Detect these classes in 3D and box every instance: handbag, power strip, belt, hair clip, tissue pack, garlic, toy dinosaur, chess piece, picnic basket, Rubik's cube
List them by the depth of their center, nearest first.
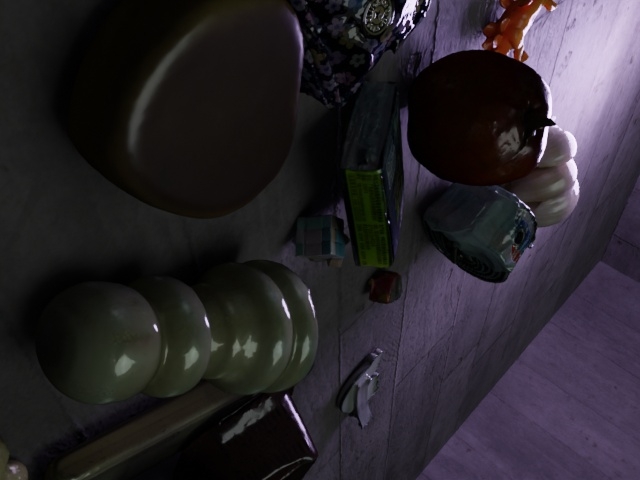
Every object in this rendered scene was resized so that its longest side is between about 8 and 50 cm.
[{"bbox_3d":[0.034,-0.271,0.750,0.208,0.126,0.229,-47,143,-15],"label":"handbag"},{"bbox_3d":[-0.167,0.111,0.815,0.330,0.182,0.183,2,119,-53],"label":"chess piece"},{"bbox_3d":[-0.222,0.268,1.005,0.387,0.066,0.092,-18,147,-48],"label":"power strip"},{"bbox_3d":[0.079,-0.091,1.015,0.236,0.073,0.174,77,21,-55],"label":"tissue pack"},{"bbox_3d":[0.002,-0.002,1.054,0.073,0.084,0.075,16,88,-58],"label":"Rubik's cube"},{"bbox_3d":[-0.116,0.364,1.122,0.222,0.129,0.297,-27,158,-30],"label":"picnic basket"},{"bbox_3d":[0.328,-0.363,1.191,0.117,0.070,0.289,13,106,-50],"label":"toy dinosaur"},{"bbox_3d":[0.322,-0.019,1.413,0.150,0.207,0.257,-53,161,-10],"label":"belt"},{"bbox_3d":[0.494,-0.129,1.599,0.203,0.185,0.281,-28,148,-10],"label":"garlic"},{"bbox_3d":[0.098,0.360,1.648,0.140,0.054,0.220,-34,144,-27],"label":"hair clip"}]

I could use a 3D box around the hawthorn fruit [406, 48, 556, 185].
[{"bbox_3d":[0.247,-0.183,1.058,0.215,0.249,0.216,-9,108,-28],"label":"hawthorn fruit"}]

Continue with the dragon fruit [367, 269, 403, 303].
[{"bbox_3d":[0.128,0.089,1.386,0.083,0.056,0.060,-20,115,-59],"label":"dragon fruit"}]

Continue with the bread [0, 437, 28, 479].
[{"bbox_3d":[-0.410,0.302,0.766,0.181,0.039,0.251,-38,148,-29],"label":"bread"}]

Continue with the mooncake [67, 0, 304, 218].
[{"bbox_3d":[-0.125,-0.131,0.657,0.234,0.117,0.235,-35,145,-29],"label":"mooncake"}]
